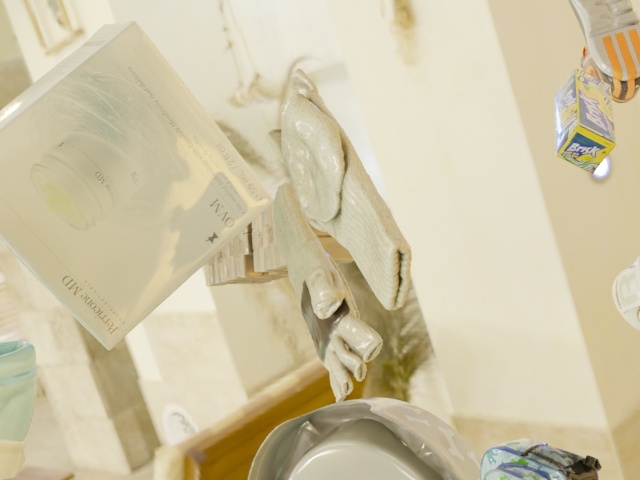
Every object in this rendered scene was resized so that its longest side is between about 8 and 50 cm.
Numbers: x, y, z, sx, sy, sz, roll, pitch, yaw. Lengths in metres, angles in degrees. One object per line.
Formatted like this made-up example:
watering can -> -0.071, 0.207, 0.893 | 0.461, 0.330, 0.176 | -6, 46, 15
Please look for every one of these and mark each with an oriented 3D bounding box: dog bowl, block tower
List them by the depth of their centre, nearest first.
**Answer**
dog bowl -> 0.074, 0.356, 1.156 | 0.348, 0.349, 0.102 | -12, 3, 34
block tower -> -0.060, 0.003, 1.270 | 0.097, 0.091, 0.335 | 0, -7, -29

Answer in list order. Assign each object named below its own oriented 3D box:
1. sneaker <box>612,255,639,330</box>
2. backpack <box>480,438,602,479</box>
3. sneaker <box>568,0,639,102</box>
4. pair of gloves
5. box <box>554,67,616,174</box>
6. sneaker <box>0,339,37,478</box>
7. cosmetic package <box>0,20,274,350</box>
sneaker -> 0.325, 0.046, 0.852 | 0.123, 0.106, 0.290 | -6, -23, 25
backpack -> 0.205, 0.251, 0.909 | 0.084, 0.105, 0.114 | -9, 12, -31
sneaker -> 0.469, -0.376, 1.571 | 0.124, 0.321, 0.180 | -9, -19, 9
pair of gloves -> 0.000, 0.000, 0.746 | 0.042, 0.204, 0.240 | -16, -31, -17
box -> 0.350, -0.161, 1.228 | 0.054, 0.059, 0.169 | -60, 7, 38
sneaker -> -0.389, 0.096, 0.746 | 0.135, 0.150, 0.366 | 2, -16, 35
cosmetic package -> -0.211, -0.057, 0.913 | 0.224, 0.224, 0.138 | -43, 24, -11
